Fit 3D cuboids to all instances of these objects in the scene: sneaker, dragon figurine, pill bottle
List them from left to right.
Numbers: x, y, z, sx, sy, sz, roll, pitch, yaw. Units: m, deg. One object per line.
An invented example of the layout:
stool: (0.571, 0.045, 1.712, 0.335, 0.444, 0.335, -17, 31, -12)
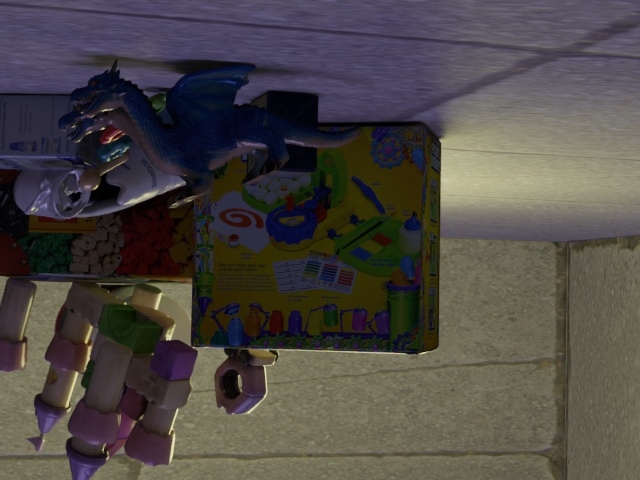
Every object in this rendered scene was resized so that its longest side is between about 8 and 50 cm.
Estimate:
sneaker: (-0.301, -0.078, 1.600, 0.297, 0.111, 0.129, -12, -163, 42)
pill bottle: (-0.318, 0.151, 2.070, 0.161, 0.161, 0.283, 3, 177, -28)
dragon figurine: (-0.098, -0.120, 1.216, 0.289, 0.144, 0.085, -18, 180, -14)

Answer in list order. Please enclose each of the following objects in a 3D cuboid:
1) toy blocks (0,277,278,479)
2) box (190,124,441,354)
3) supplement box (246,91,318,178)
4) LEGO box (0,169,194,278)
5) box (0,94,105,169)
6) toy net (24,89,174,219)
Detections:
toy blocks: (-0.282, 0.222, 1.766, 0.288, 0.260, 0.309, 27, -165, 40)
box: (0.000, 0.000, 1.630, 0.290, 0.279, 0.177, 1, 178, 13)
supplement box: (-0.042, -0.112, 1.375, 0.056, 0.083, 0.083, 3, 176, -18)
LEGO box: (-0.297, -0.031, 1.983, 0.372, 0.193, 0.500, 1, 177, -7)
box: (-0.325, -0.121, 1.447, 0.137, 0.072, 0.126, 2, 176, 4)
toy net: (-0.231, -0.081, 1.398, 0.232, 0.045, 0.122, -35, 176, 11)
